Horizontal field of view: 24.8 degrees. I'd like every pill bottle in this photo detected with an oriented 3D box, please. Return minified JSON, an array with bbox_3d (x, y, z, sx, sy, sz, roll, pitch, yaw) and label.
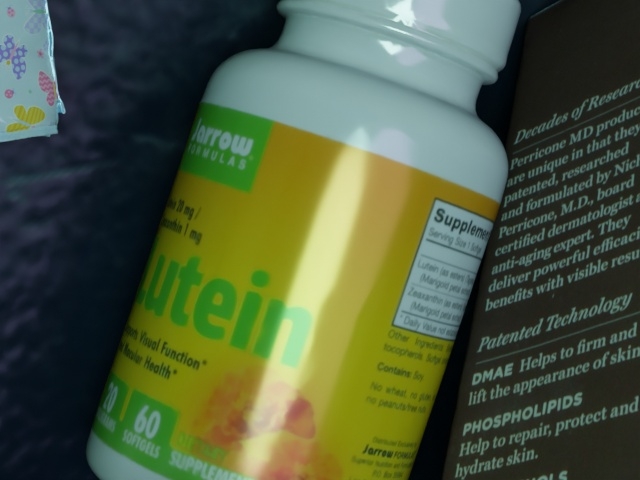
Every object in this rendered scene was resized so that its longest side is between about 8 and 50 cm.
[{"bbox_3d":[0.000,0.000,0.625,0.136,0.136,0.245,18,91,-28],"label":"pill bottle"}]

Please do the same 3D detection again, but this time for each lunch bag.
[{"bbox_3d":[-0.149,-0.072,0.585,0.083,0.053,0.071,-10,102,-15],"label":"lunch bag"}]

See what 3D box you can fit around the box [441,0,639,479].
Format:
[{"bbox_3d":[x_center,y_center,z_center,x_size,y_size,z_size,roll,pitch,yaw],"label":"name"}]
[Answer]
[{"bbox_3d":[0.170,0.068,0.635,0.191,0.143,0.381,34,55,-28],"label":"box"}]
